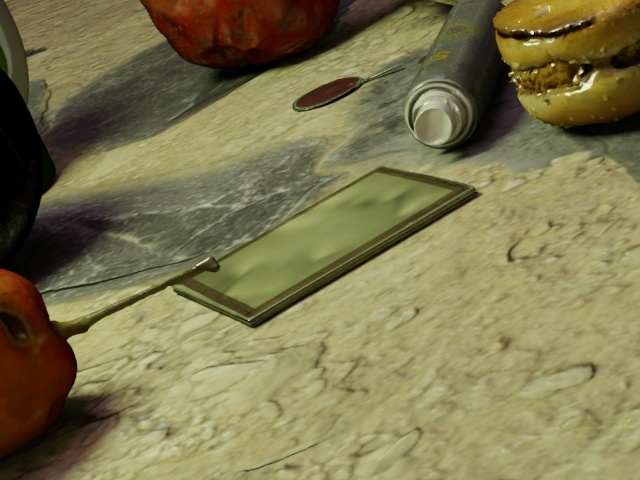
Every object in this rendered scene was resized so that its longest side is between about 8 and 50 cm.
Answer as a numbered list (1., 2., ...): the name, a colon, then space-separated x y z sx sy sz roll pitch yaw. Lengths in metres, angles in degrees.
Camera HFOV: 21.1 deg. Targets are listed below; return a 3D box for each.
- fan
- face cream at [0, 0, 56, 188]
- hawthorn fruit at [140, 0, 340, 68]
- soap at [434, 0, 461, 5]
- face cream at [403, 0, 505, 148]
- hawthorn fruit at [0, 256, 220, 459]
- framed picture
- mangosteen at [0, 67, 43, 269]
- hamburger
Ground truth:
1. fan: 0.029 -0.171 1.894 0.133 0.005 0.085 -18 19 18
2. face cream: -0.476 -0.192 1.993 0.219 0.357 0.312 -9 24 35
3. hawthorn fruit: -0.096 -0.330 2.122 0.258 0.258 0.262 -34 50 -28
4. soap: 0.121 -0.353 2.072 0.160 0.080 0.257 13 18 -5
5. face cream: 0.132 -0.159 1.636 0.073 0.073 0.283 -16 20 21
6. hawthorn fruit: -0.218 0.071 1.325 0.285 0.165 0.165 -26 18 -25
7. framed picture: 0.000 0.000 1.460 0.231 0.010 0.173 -30 20 -18
8. mangosteen: -0.436 -0.075 1.728 0.300 0.300 0.300 -21 19 8
9. hamburger: 0.253 -0.174 1.471 0.191 0.118 0.182 -32 23 -13
